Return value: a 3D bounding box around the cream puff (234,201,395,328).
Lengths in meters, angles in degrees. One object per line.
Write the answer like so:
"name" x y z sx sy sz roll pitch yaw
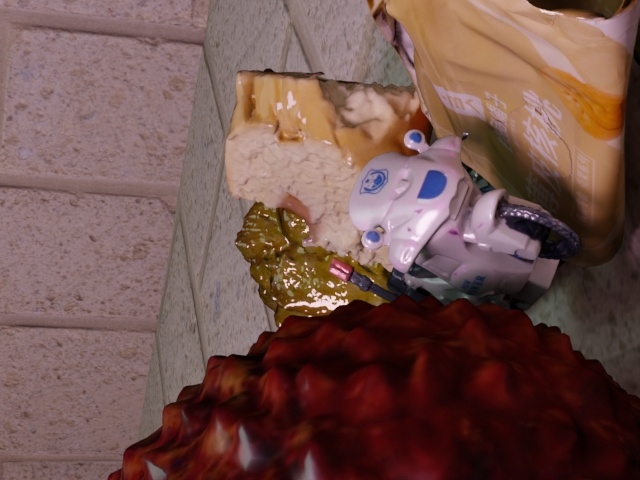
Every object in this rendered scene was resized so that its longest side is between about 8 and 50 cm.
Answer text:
"cream puff" 0.014 0.000 1.355 0.244 0.196 0.244 -10 -90 -80

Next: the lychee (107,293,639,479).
"lychee" 0.046 0.249 0.739 0.500 0.424 0.425 -58 -20 -65

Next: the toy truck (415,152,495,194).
"toy truck" 0.129 -0.038 1.000 0.078 0.154 0.080 54 145 18

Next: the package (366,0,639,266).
"package" 0.112 -0.134 0.803 0.311 0.165 0.221 64 -158 -64

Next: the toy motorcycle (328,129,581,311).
"toy motorcycle" 0.089 0.003 0.857 0.221 0.150 0.102 103 -170 -71

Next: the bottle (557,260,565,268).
"bottle" 0.155 0.028 1.025 0.164 0.060 0.060 121 149 -60

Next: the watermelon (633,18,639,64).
"watermelon" 0.214 -0.174 0.748 0.245 0.063 0.119 -79 -23 -51

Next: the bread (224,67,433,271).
"bread" 0.016 -0.123 1.163 0.211 0.183 0.224 80 -157 -56
